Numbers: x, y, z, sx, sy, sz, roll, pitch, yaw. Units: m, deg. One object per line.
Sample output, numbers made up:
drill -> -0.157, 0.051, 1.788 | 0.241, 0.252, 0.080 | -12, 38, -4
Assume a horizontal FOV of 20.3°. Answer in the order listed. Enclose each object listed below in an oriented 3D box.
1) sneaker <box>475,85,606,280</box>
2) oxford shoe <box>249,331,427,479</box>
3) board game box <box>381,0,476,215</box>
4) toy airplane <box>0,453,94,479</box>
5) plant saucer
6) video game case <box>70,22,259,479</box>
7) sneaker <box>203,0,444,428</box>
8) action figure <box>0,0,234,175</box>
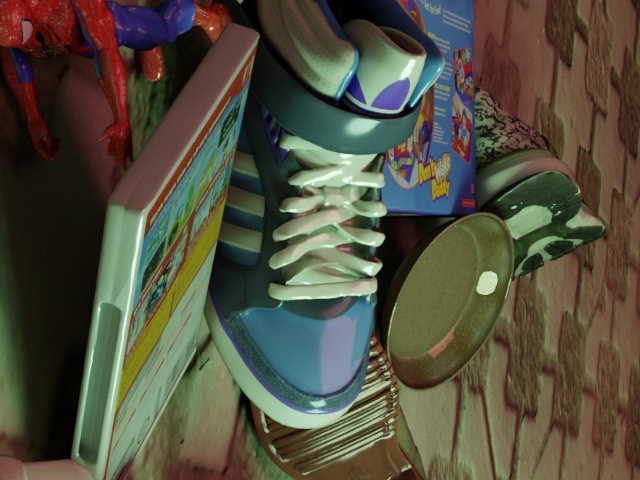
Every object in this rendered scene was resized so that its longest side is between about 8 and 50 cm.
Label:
sneaker -> 0.220, -0.071, 2.044 | 0.410, 0.158, 0.182 | 57, 10, -73
oxford shoe -> 0.008, 0.139, 1.529 | 0.130, 0.123, 0.348 | -108, 179, -52
board game box -> 0.066, -0.140, 1.700 | 0.347, 0.078, 0.233 | 2, 87, -70
toy airplane -> -0.174, 0.291, 0.838 | 0.386, 0.272, 0.384 | 38, 30, -18
plant saucer -> 0.122, 0.057, 1.813 | 0.199, 0.036, 0.198 | -30, 135, -36
video game case -> -0.103, 0.028, 1.139 | 0.204, 0.025, 0.285 | -63, 170, -50
sneaker -> 0.005, -0.048, 1.262 | 0.236, 0.130, 0.322 | 142, -57, -59
action figure -> -0.133, -0.098, 1.132 | 0.280, 0.092, 0.139 | 1, 81, -70
